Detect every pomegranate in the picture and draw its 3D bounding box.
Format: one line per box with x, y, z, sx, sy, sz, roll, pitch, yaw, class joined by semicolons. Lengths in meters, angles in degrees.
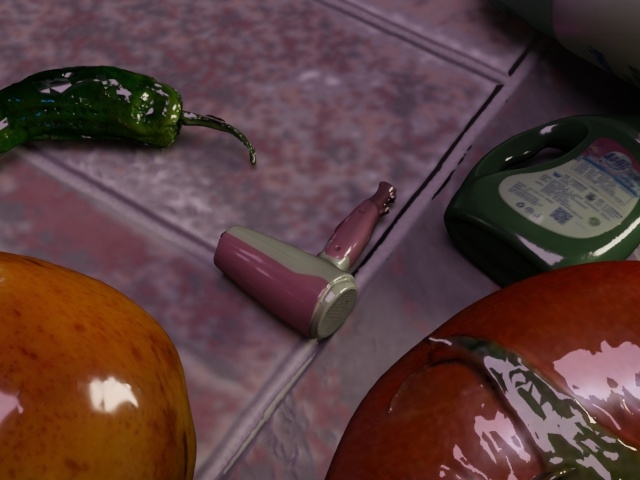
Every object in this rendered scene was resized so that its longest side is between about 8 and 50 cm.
-0.200;0.129;0.594;0.264;0.264;0.264;1;54;-1;pomegranate

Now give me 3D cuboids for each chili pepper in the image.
-0.200;-0.095;0.860;0.279;0.065;0.122;-12;64;-7;chili pepper

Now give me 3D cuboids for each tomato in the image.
0.160;0.190;0.542;0.341;0.273;0.341;-5;61;10;tomato

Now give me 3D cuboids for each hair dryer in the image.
0.007;0.002;0.812;0.106;0.054;0.154;34;50;26;hair dryer

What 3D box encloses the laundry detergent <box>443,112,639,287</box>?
0.203;-0.047;0.834;0.137;0.063;0.211;35;60;29;laundry detergent

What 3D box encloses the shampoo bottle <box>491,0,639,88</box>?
0.278;-0.201;0.873;0.349;0.222;0.151;40;106;34;shampoo bottle
